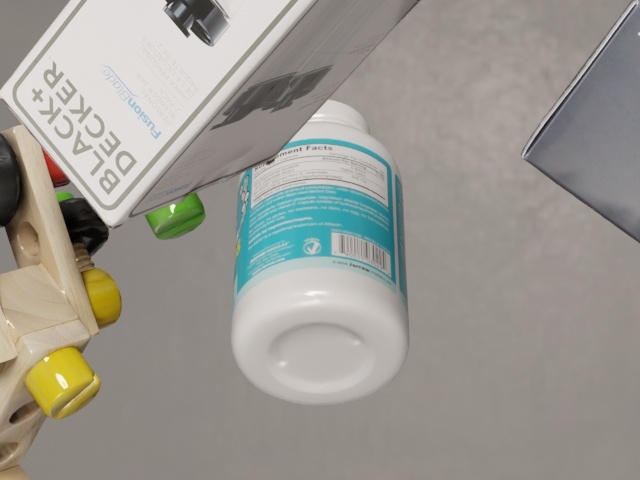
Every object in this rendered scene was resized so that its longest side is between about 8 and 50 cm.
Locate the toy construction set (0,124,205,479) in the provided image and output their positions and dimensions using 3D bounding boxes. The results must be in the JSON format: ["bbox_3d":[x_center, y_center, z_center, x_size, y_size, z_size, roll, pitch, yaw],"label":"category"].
[{"bbox_3d":[-0.204,0.086,0.926,0.257,0.237,0.309,-37,-22,19],"label":"toy construction set"}]

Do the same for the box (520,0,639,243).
[{"bbox_3d":[0.388,-0.069,1.614,0.343,0.179,0.312,36,14,5],"label":"box"}]

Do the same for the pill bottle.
[{"bbox_3d":[0.000,0.000,1.452,0.146,0.264,0.146,0,-44,0],"label":"pill bottle"}]

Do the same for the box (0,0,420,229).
[{"bbox_3d":[-0.001,-0.143,0.780,0.290,0.087,0.169,-46,-9,30],"label":"box"}]
